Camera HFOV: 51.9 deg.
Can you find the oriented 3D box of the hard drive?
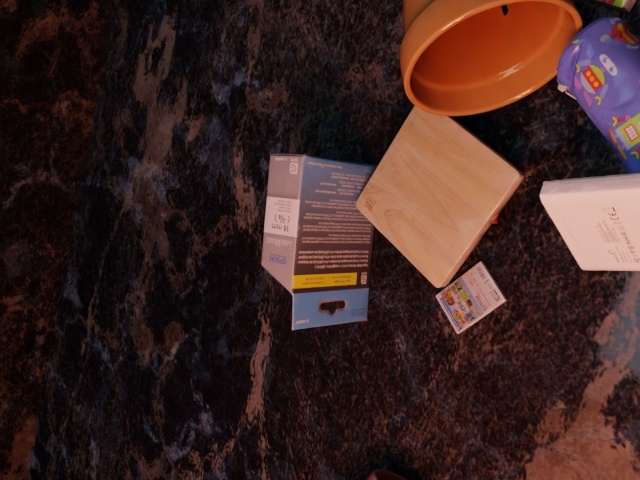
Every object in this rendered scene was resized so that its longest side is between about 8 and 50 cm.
[{"bbox_3d":[0.496,-0.022,0.931,0.307,0.203,0.040,-2,54,42],"label":"hard drive"}]

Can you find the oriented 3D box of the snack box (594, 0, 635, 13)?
[{"bbox_3d":[0.482,-0.450,1.051,0.100,0.037,0.141,40,115,35],"label":"snack box"}]

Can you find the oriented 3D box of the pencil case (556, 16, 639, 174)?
[{"bbox_3d":[0.475,-0.192,0.997,0.133,0.119,0.306,-42,62,35],"label":"pencil case"}]

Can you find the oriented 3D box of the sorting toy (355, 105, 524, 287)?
[{"bbox_3d":[0.229,-0.090,1.243,0.257,0.089,0.255,48,120,33],"label":"sorting toy"}]

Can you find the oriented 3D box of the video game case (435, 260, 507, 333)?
[{"bbox_3d":[0.283,0.108,1.243,0.122,0.011,0.087,-44,62,33],"label":"video game case"}]

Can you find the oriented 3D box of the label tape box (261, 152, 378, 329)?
[{"bbox_3d":[0.000,0.000,1.350,0.105,0.240,0.334,8,95,42],"label":"label tape box"}]

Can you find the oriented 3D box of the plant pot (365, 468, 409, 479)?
[{"bbox_3d":[0.121,0.558,1.277,0.201,0.201,0.180,27,92,40],"label":"plant pot"}]

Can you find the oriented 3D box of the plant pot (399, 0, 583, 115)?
[{"bbox_3d":[0.258,-0.374,1.102,0.291,0.290,0.204,-32,60,38],"label":"plant pot"}]
